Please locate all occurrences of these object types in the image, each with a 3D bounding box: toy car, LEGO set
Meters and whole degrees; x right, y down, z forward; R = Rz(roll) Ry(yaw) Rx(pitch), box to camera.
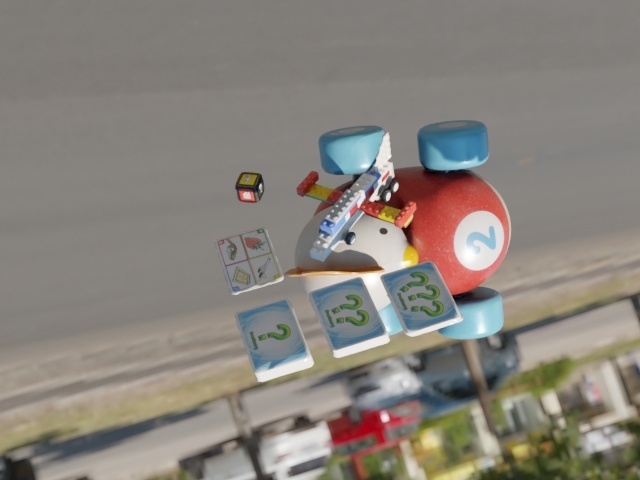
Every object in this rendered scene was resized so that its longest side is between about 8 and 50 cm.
[{"bbox_3d":[0.064,0.011,1.387,0.210,0.219,0.238,-1,-166,23],"label":"toy car"},{"bbox_3d":[0.000,0.000,1.229,0.182,0.244,0.060,-16,132,-5],"label":"LEGO set"}]
